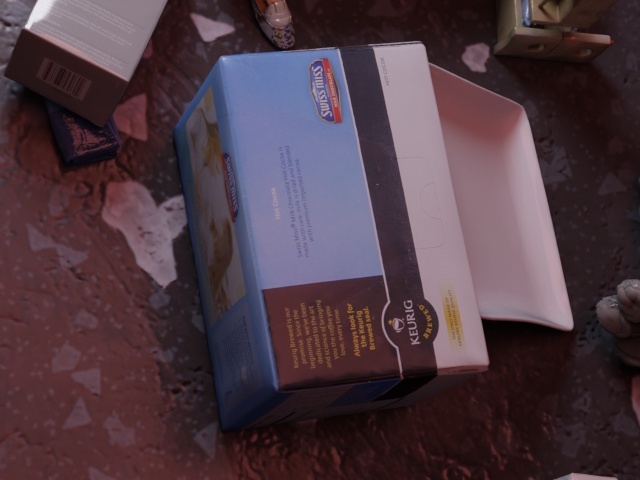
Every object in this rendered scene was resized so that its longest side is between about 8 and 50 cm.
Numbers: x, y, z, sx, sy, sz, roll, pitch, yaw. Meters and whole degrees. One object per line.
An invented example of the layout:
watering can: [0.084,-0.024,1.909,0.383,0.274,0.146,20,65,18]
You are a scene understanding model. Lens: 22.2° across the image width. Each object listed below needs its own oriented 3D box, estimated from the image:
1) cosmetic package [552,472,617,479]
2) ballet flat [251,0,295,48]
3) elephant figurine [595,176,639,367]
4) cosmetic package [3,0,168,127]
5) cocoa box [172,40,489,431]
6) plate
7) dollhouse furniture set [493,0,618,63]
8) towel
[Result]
cosmetic package: [0.268,0.374,1.730,0.060,0.099,0.239,9,71,-16]
ballet flat: [-0.058,-0.272,1.846,0.041,0.041,0.114,-22,82,-23]
elephant figurine: [0.433,0.037,1.867,0.239,0.169,0.186,-50,123,-39]
cosmetic package: [-0.229,-0.258,1.732,0.127,0.107,0.238,27,55,-8]
cocoa box: [0.000,0.000,1.678,0.228,0.231,0.347,-6,76,-19]
plate: [0.183,-0.037,1.785,0.278,0.045,0.277,11,64,-59]
dollhouse furniture set: [0.293,-0.302,1.893,0.129,0.183,0.129,3,73,-18]
towel: [-0.260,-0.142,1.744,0.067,0.029,0.119,-15,80,-21]
